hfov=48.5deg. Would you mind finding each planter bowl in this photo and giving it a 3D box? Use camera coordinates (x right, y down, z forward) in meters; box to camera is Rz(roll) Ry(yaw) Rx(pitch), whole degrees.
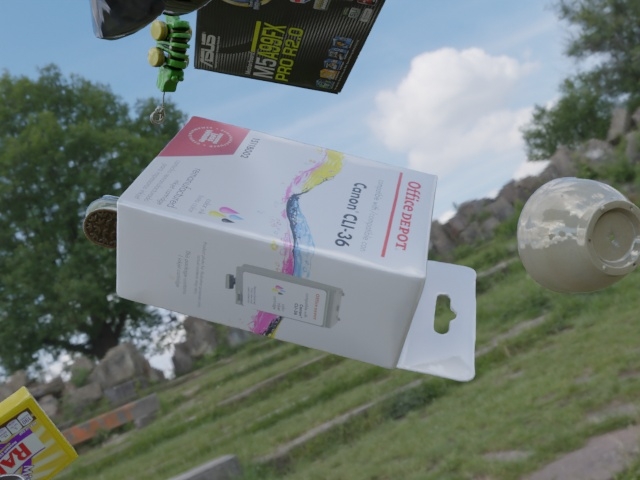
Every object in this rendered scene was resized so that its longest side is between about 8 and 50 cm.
[{"bbox_3d":[0.359,-0.006,0.937,0.162,0.162,0.109,-21,7,-14],"label":"planter bowl"}]

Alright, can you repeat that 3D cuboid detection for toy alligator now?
[{"bbox_3d":[-0.215,-0.256,1.037,0.051,0.189,0.056,23,22,37],"label":"toy alligator"}]

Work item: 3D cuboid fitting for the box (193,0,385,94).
[{"bbox_3d":[-0.047,-0.288,0.903,0.216,0.060,0.270,8,-17,-10],"label":"box"}]

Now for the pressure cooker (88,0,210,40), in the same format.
[{"bbox_3d":[-0.210,-0.373,0.511,0.420,0.375,0.369,-2,-51,-47],"label":"pressure cooker"}]

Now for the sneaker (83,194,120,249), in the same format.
[{"bbox_3d":[-0.193,-0.009,0.872,0.192,0.086,0.064,21,-75,-24],"label":"sneaker"}]

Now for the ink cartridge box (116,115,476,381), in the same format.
[{"bbox_3d":[0.000,0.000,0.406,0.115,0.198,0.067,-71,-6,-56],"label":"ink cartridge box"}]

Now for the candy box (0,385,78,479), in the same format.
[{"bbox_3d":[-0.352,0.245,0.695,0.206,0.027,0.105,-37,-48,-23],"label":"candy box"}]

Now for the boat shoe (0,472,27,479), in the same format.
[{"bbox_3d":[-0.302,0.202,0.550,0.066,0.066,0.183,3,0,29],"label":"boat shoe"}]
